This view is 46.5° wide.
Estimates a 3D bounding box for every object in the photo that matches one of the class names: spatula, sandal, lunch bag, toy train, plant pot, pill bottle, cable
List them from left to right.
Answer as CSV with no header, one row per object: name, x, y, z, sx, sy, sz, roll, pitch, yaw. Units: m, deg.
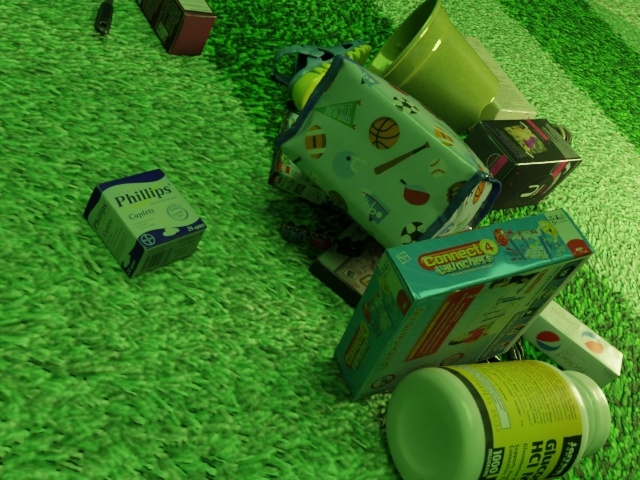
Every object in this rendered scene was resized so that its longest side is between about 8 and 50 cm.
spatula,-0.436,-0.506,1.545,0.084,0.030,0.297,18,42,-23
toy train,0.000,0.000,1.308,0.158,0.027,0.036,16,45,15
sandal,0.003,-0.403,1.684,0.138,0.126,0.317,39,38,11
lunch bag,0.145,-0.128,1.351,0.328,0.239,0.385,45,18,13
plant pot,0.276,-0.393,1.780,0.254,0.276,0.276,38,38,-15
cable,0.312,0.165,1.357,0.150,0.047,0.185,-21,78,-46
pill bottle,0.282,0.280,1.141,0.333,0.188,0.188,2,50,-33

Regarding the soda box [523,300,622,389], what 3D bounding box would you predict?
soda box,0.481,0.195,1.458,0.216,0.069,0.074,38,40,3

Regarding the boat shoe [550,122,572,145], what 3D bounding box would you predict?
boat shoe,0.615,-0.265,1.988,0.285,0.092,0.103,-23,66,-46

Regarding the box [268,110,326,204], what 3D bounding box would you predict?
box,-0.035,-0.167,1.484,0.114,0.036,0.207,22,41,-15

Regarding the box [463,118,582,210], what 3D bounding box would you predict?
box,0.443,-0.175,1.723,0.270,0.165,0.143,-9,56,-39

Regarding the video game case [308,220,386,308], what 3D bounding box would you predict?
video game case,0.146,0.072,1.373,0.274,0.035,0.248,40,40,6

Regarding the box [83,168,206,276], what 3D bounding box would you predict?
box,-0.271,-0.031,1.156,0.137,0.072,0.126,48,41,16

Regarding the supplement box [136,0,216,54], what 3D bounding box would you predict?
supplement box,-0.306,-0.490,1.562,0.080,0.104,0.188,-10,57,-41

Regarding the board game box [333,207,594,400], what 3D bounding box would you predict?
board game box,0.201,0.101,1.116,0.301,0.308,0.086,-12,58,-23

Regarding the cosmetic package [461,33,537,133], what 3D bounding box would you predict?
cosmetic package,0.413,-0.408,1.975,0.160,0.113,0.310,-3,52,-37
